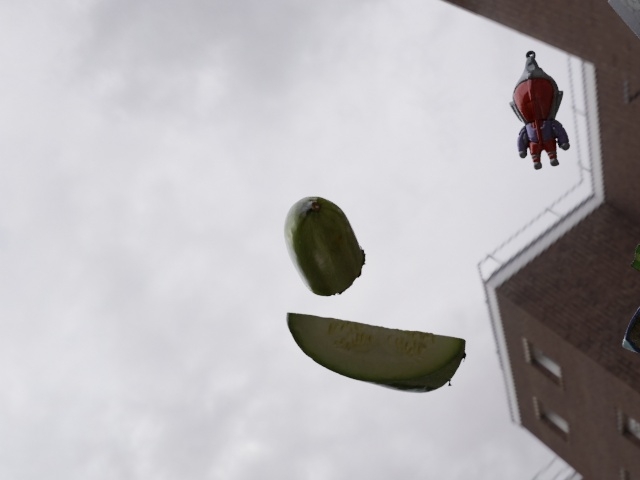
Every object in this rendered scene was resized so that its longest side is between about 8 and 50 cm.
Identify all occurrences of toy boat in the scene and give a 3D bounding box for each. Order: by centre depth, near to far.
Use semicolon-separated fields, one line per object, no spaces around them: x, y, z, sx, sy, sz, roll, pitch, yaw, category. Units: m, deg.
0.789;0.174;2.099;0.080;0.046;0.229;45;-114;-5;toy boat

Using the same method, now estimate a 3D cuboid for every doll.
0.404;-0.246;1.643;0.075;0.102;0.228;22;-121;-65;doll

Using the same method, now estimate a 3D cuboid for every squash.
0.000;0.000;1.416;0.123;0.123;0.187;-40;-32;-11;squash
0.100;0.202;1.576;0.288;0.203;0.111;27;-120;-44;squash

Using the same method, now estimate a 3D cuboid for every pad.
0.632;-0.455;1.699;0.004;0.127;0.190;-38;-5;-11;pad

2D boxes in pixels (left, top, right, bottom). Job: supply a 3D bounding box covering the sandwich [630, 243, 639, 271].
0.748;0.044;1.917;0.074;0.116;0.074;-33;-38;-40;sandwich
